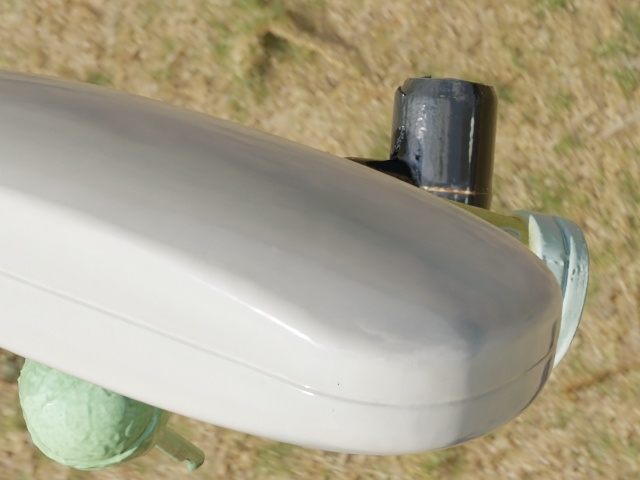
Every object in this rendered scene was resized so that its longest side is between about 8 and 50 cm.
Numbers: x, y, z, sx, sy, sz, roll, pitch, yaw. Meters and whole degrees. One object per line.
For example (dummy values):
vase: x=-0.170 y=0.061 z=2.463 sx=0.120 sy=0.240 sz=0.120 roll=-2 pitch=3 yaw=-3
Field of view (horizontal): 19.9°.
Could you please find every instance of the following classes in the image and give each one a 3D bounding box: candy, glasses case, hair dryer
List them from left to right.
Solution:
glasses case: x=-0.040 y=-0.001 z=0.397 sx=0.193 sy=0.074 sz=0.049 roll=19 pitch=115 yaw=28
candy: x=-0.147 y=0.152 z=1.542 sx=0.119 sy=0.440 sz=0.119 roll=-2 pitch=76 yaw=9
hair dryer: x=0.018 y=-0.072 z=1.710 sx=0.107 sy=0.352 sz=0.189 roll=9 pitch=95 yaw=53

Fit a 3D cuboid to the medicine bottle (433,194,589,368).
medicine bottle: x=0.000 y=0.000 z=0.764 sx=0.218 sy=0.074 sz=0.074 roll=15 pitch=78 yaw=-17
